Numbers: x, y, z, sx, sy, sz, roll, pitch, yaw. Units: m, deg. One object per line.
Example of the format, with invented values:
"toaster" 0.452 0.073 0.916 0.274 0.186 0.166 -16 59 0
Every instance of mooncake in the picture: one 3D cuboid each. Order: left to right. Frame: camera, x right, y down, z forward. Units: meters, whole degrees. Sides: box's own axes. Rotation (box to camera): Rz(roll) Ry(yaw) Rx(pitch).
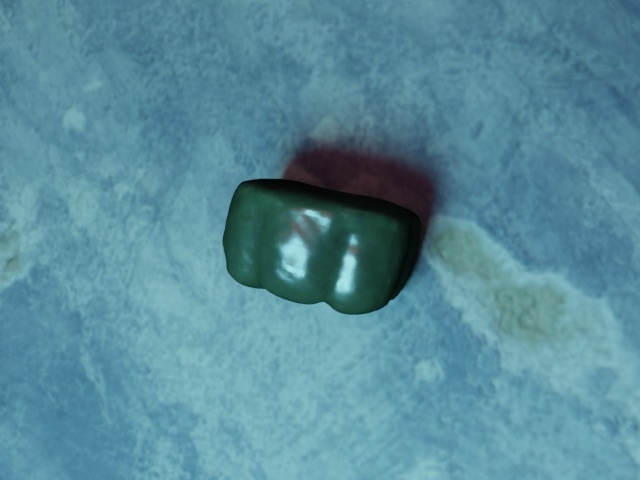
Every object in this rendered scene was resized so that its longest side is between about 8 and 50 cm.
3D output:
"mooncake" 0.000 0.000 1.021 0.175 0.168 0.104 25 111 54
